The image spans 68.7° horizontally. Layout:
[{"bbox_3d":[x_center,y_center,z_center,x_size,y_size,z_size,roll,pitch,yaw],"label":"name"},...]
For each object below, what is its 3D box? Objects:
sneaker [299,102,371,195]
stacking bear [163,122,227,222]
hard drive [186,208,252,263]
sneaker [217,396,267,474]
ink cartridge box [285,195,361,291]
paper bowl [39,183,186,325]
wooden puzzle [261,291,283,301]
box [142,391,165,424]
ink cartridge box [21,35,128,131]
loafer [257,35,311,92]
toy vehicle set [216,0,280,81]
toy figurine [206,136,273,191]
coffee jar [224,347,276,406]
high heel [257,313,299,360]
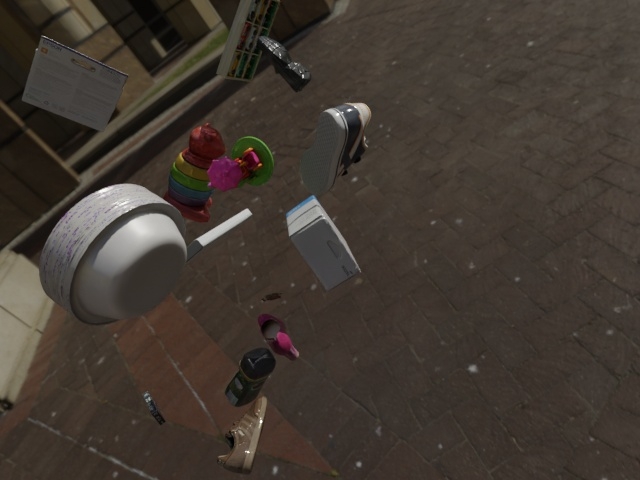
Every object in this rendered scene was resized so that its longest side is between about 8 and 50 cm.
[{"bbox_3d":[0.043,-0.231,1.224,0.127,0.126,0.321,-28,-13,-25],"label":"sneaker"},{"bbox_3d":[-0.395,-0.233,1.519,0.175,0.164,0.289,-104,36,-57],"label":"stacking bear"},{"bbox_3d":[-0.389,0.000,1.657,0.203,0.040,0.307,-36,5,32],"label":"hard drive"},{"bbox_3d":[-0.156,0.388,0.962,0.071,0.066,0.188,11,22,0],"label":"sneaker"},{"bbox_3d":[0.000,0.000,1.544,0.129,0.223,0.307,-33,17,4],"label":"ink cartridge box"},{"bbox_3d":[-0.384,0.041,0.935,0.148,0.284,0.284,30,65,18],"label":"paper bowl"},{"bbox_3d":[-0.171,0.200,1.660,0.083,0.006,0.049,-13,16,-18],"label":"wooden puzzle"},{"bbox_3d":[-0.489,0.492,1.372,0.018,0.067,0.083,-32,42,-21],"label":"box"},{"bbox_3d":[-0.678,-0.433,1.300,0.224,0.223,0.045,-44,41,35],"label":"ink cartridge box"},{"bbox_3d":[-0.104,-0.457,1.218,0.061,0.170,0.062,-41,6,46],"label":"loafer"},{"bbox_3d":[-0.221,-0.627,1.442,0.266,0.035,0.166,-64,-12,23],"label":"toy vehicle set"},{"bbox_3d":[-0.227,-0.169,1.169,0.173,0.130,0.159,-28,7,35],"label":"toy figurine"},{"bbox_3d":[-0.195,0.378,1.301,0.079,0.096,0.184,49,129,25],"label":"coffee jar"},{"bbox_3d":[-0.160,0.284,1.480,0.082,0.117,0.244,-41,39,-2],"label":"high heel"}]
